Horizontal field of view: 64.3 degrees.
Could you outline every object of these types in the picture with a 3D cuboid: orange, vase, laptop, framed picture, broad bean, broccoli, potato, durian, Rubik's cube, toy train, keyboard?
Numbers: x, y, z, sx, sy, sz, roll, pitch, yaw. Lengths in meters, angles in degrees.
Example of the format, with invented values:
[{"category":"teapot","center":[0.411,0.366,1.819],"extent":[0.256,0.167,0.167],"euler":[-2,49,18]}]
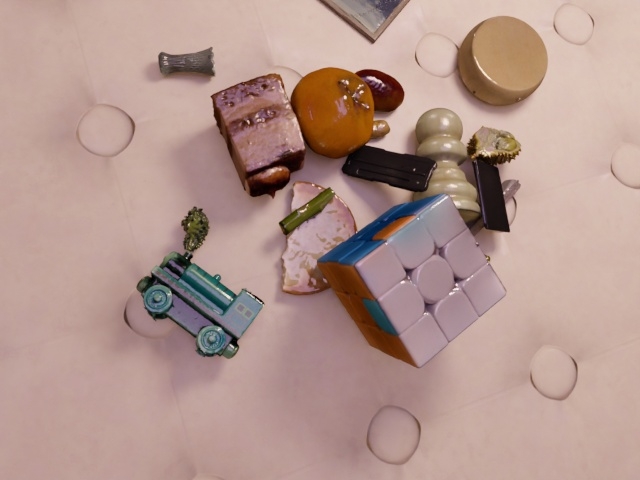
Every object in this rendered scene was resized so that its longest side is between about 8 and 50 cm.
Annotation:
[{"category":"orange","center":[0.037,-0.341,1.357],"extent":[0.248,0.183,0.249],"euler":[10,66,-25]},{"category":"vase","center":[-0.367,-0.489,1.399],"extent":[0.148,0.081,0.081],"euler":[-4,81,-7]},{"category":"laptop","center":[0.472,-0.120,1.406],"extent":[0.135,0.016,0.197],"euler":[6,74,-43]},{"category":"framed picture","center":[0.104,-0.791,1.556],"extent":[0.335,0.022,0.247],"euler":[39,77,-1]},{"category":"broad bean","center":[0.164,-0.435,1.472],"extent":[0.165,0.084,0.114],"euler":[31,93,-9]},{"category":"broccoli","center":[-0.330,-0.029,1.313],"extent":[0.097,0.092,0.095],"euler":[-39,72,13]},{"category":"potato","center":[0.160,-0.321,1.470],"extent":[0.083,0.040,0.051],"euler":[-7,90,-9]},{"category":"durian","center":[0.489,-0.254,1.458],"extent":[0.146,0.103,0.208],"euler":[30,40,30]},{"category":"Rubik's cube","center":[0.210,0.090,1.253],"extent":[0.290,0.291,0.291],"euler":[-35,99,-15]},{"category":"toy train","center":[-0.302,0.157,1.275],"extent":[0.298,0.120,0.194],"euler":[37,69,-1]},{"category":"keyboard","center":[0.183,-0.199,1.393],"extent":[0.262,0.016,0.106],"euler":[18,74,30]}]

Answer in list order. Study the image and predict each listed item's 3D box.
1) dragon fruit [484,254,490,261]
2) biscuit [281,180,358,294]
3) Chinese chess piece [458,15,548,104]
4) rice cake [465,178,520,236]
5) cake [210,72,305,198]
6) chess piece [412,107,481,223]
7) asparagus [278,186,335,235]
[{"category":"dragon fruit","center":[0.384,0.051,1.410],"extent":[0.174,0.138,0.142],"euler":[0,105,-31]},{"category":"biscuit","center":[0.000,0.000,1.386],"extent":[0.204,0.040,0.309],"euler":[7,79,-7]},{"category":"Chinese chess piece","center":[0.550,-0.542,1.542],"extent":[0.273,0.102,0.274],"euler":[2,78,-9]},{"category":"rice cake","center":[0.482,-0.087,1.473],"extent":[0.270,0.055,0.049],"euler":[-44,128,-14]},{"category":"cake","center":[-0.143,-0.256,1.329],"extent":[0.198,0.196,0.293],"euler":[-22,83,-14]},{"category":"chess piece","center":[0.340,-0.214,1.423],"extent":[0.182,0.182,0.331],"euler":[2,75,-9]},{"category":"asparagus","center":[-0.034,-0.080,1.354],"extent":[0.178,0.041,0.045],"euler":[-37,111,-17]}]
